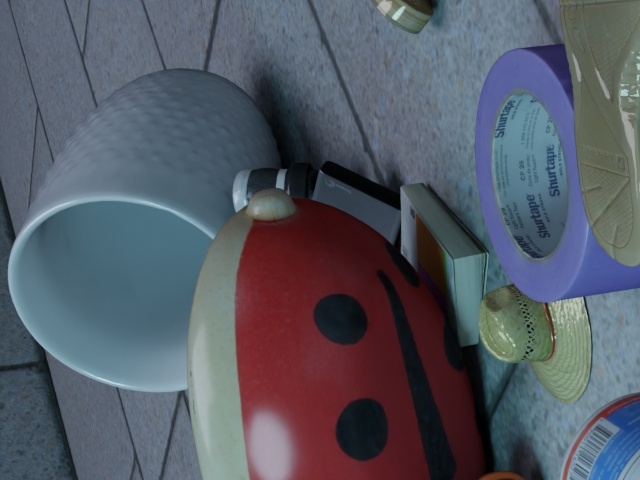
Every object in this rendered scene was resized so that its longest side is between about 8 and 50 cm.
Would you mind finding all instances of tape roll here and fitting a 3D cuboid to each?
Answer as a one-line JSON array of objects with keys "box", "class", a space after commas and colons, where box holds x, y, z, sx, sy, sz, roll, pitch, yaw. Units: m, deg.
[{"box": [0.188, -0.052, 1.356, 0.189, 0.080, 0.189, 172, 90, -71], "class": "tape roll"}]

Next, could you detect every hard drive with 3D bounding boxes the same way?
[{"box": [0.033, -0.012, 1.834, 0.022, 0.094, 0.135, -55, -13, -39], "class": "hard drive"}]

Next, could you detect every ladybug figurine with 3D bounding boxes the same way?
[{"box": [0.030, 0.162, 1.628, 0.162, 0.305, 0.449, -2, 117, 37], "class": "ladybug figurine"}]

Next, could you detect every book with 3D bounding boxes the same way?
[{"box": [0.109, 0.022, 1.698, 0.144, 0.035, 0.096, -125, 29, -55], "class": "book"}]

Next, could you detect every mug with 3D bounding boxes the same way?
[{"box": [-0.153, -0.002, 2.106, 0.374, 0.276, 0.328, 58, -153, -30], "class": "mug"}]

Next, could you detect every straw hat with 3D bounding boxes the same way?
[{"box": [0.163, 0.068, 1.506, 0.144, 0.061, 0.144, 171, 90, -72], "class": "straw hat"}]

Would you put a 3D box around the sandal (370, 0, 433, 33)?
[{"box": [0.054, -0.296, 1.699, 0.079, 0.088, 0.240, -49, 51, 25], "class": "sandal"}]

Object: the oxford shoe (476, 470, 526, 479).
[{"box": [0.149, 0.319, 1.608, 0.098, 0.097, 0.271, -132, 38, -69], "class": "oxford shoe"}]

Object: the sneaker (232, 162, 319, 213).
[{"box": [0.000, 0.000, 1.945, 0.217, 0.121, 0.079, 56, -143, -50], "class": "sneaker"}]

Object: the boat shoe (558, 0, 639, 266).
[{"box": [0.221, -0.126, 1.203, 0.103, 0.092, 0.285, 25, 125, 59], "class": "boat shoe"}]

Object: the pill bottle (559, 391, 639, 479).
[{"box": [0.256, 0.185, 1.177, 0.221, 0.124, 0.124, -147, 51, -64], "class": "pill bottle"}]
